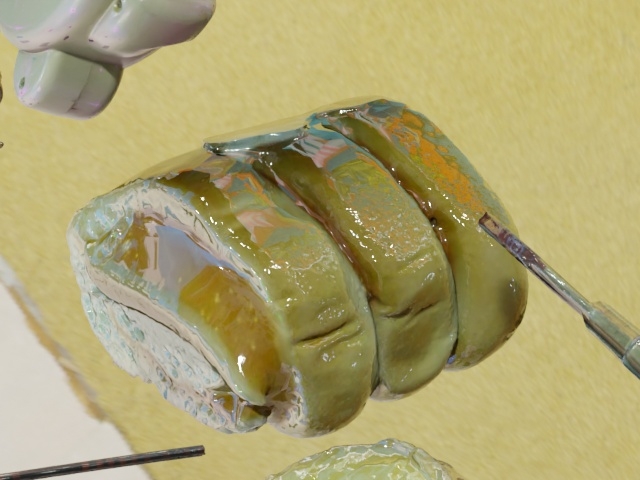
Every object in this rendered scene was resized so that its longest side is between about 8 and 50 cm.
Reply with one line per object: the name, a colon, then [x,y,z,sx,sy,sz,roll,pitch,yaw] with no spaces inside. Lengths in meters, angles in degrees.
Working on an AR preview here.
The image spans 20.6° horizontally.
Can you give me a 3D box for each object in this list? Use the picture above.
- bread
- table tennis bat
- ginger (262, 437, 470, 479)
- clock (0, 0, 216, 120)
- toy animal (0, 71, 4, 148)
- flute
bread: [0.000,0.000,1.423,0.341,0.210,0.300,-16,27,-26]
table tennis bat: [0.179,0.049,1.143,0.173,0.301,0.022,41,94,-10]
ginger: [0.044,0.224,1.094,0.275,0.221,0.130,13,55,39]
clock: [-0.146,-0.264,1.344,0.309,0.114,0.284,-48,44,36]
toy animal: [-0.395,-0.199,1.850,0.099,0.057,0.241,-15,114,45]
flute: [-0.238,0.232,1.805,0.269,0.014,0.014,-5,69,-30]
